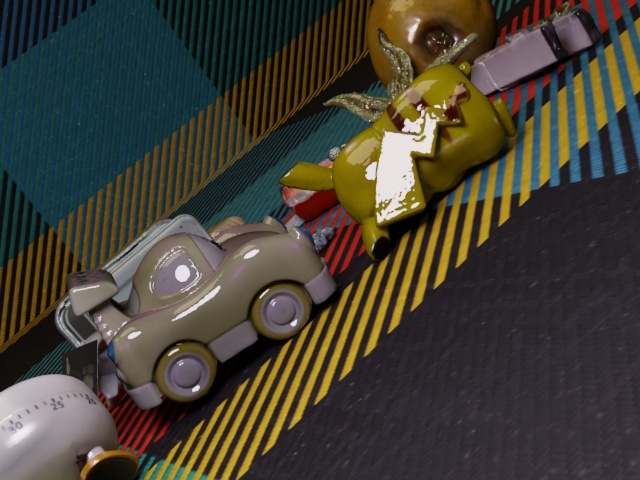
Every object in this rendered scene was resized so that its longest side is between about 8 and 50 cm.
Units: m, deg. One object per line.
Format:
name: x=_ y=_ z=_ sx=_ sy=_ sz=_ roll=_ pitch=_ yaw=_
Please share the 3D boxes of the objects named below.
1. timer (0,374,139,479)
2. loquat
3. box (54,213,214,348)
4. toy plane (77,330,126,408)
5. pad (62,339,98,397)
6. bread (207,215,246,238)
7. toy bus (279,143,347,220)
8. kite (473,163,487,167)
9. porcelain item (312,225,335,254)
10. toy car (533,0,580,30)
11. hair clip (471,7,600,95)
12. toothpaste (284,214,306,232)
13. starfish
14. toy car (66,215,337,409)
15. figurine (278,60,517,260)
timer: x=-0.387 y=0.272 z=1.428 sx=0.233 sy=0.240 sz=0.233 roll=-34 pitch=-32 yaw=-25
loquat: x=0.218 y=-0.411 z=2.213 sx=0.275 sy=0.275 sz=0.275 roll=-35 pitch=12 yaw=9
box: x=-0.315 y=0.088 z=1.995 sx=0.312 sy=0.175 sz=0.182 roll=-42 pitch=3 yaw=-23
toy plane: x=-0.299 y=0.179 z=1.783 sx=0.244 sy=0.117 sz=0.245 roll=-42 pitch=-20 yaw=-19
pad: x=-0.365 y=0.254 z=1.660 sx=0.004 sy=0.190 sz=0.127 roll=8 pitch=-20 yaw=-36
bread: x=-0.204 y=0.012 z=2.248 sx=0.119 sy=0.084 sz=0.177 roll=-31 pitch=13 yaw=18
toy bus: x=0.008 y=-0.105 z=2.089 sx=0.174 sy=0.079 sz=0.077 roll=-32 pitch=49 yaw=16
kite: x=0.223 y=-0.115 z=1.724 sx=0.137 sy=0.005 sz=0.152 roll=-39 pitch=12 yaw=0
porcelain item: x=0.000 y=0.000 z=1.866 sx=0.036 sy=0.028 sz=0.083 roll=-7 pitch=26 yaw=33
toy car: x=0.431 y=-0.390 z=2.060 sx=0.143 sy=0.054 sz=0.073 roll=-41 pitch=12 yaw=-25
hair clip: x=0.358 y=-0.331 z=1.965 sx=0.101 sy=0.085 sz=0.331 roll=-39 pitch=11 yaw=-21
toothpaste: x=0.000 y=-0.082 z=2.164 sx=0.218 sy=0.033 sz=0.052 roll=-43 pitch=21 yaw=-16
starfish: x=0.132 y=-0.232 z=2.011 sx=0.347 sy=0.078 sz=0.358 roll=23 pitch=84 yaw=47
toy car: x=-0.175 y=0.069 z=1.594 sx=0.336 sy=0.226 sz=0.242 roll=-34 pitch=12 yaw=-9
figurine: x=0.131 y=-0.118 z=1.633 sx=0.327 sy=0.218 sz=0.169 roll=-44 pitch=-31 yaw=10
